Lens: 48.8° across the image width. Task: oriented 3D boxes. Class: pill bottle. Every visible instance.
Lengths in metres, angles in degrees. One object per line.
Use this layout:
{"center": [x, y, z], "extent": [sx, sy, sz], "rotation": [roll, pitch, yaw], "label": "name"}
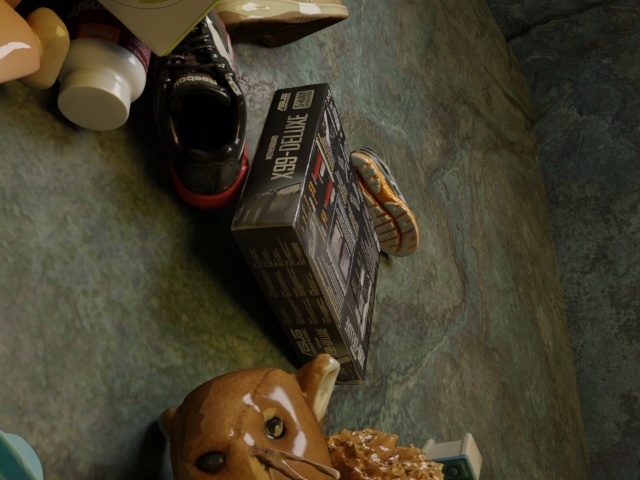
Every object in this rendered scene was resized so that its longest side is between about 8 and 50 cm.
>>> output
{"center": [-0.210, -0.188, 0.693], "extent": [0.086, 0.086, 0.152], "rotation": [37, 44, -47], "label": "pill bottle"}

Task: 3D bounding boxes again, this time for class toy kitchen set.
{"center": [0.153, 0.385, 0.938], "extent": [0.122, 0.166, 0.207], "rotation": [-39, 109, -60], "label": "toy kitchen set"}

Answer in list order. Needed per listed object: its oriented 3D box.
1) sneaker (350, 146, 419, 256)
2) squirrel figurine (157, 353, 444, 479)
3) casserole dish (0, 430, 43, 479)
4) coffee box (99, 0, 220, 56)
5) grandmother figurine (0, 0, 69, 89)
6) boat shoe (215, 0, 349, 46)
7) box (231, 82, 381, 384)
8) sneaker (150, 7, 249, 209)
{"center": [0.110, -0.068, 1.202], "extent": [0.215, 0.084, 0.083], "rotation": [61, 26, -19], "label": "sneaker"}
{"center": [-0.015, 0.300, 0.659], "extent": [0.371, 0.280, 0.397], "rotation": [67, 13, 11], "label": "squirrel figurine"}
{"center": [-0.256, 0.202, 0.452], "extent": [0.114, 0.036, 0.188], "rotation": [63, 29, -17], "label": "casserole dish"}
{"center": [-0.115, -0.437, 0.619], "extent": [0.334, 0.338, 0.338], "rotation": [42, 31, -21], "label": "coffee box"}
{"center": [-0.322, -0.118, 0.457], "extent": [0.208, 0.104, 0.342], "rotation": [45, 33, 4], "label": "grandmother figurine"}
{"center": [-0.064, -0.348, 1.003], "extent": [0.341, 0.121, 0.110], "rotation": [-28, 100, -60], "label": "boat shoe"}
{"center": [0.000, 0.000, 0.892], "extent": [0.308, 0.076, 0.243], "rotation": [67, 25, -44], "label": "box"}
{"center": [-0.135, -0.178, 0.765], "extent": [0.135, 0.097, 0.276], "rotation": [124, -44, -77], "label": "sneaker"}
